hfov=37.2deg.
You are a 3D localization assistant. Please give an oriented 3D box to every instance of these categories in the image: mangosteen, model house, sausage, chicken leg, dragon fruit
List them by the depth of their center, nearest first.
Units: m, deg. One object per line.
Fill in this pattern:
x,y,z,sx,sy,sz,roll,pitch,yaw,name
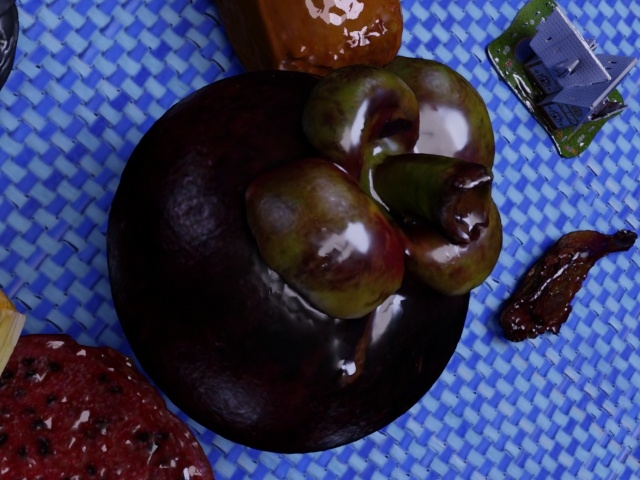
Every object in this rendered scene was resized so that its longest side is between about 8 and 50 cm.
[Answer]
0.000,0.000,0.738,0.307,0.347,0.307,22,51,-30,mangosteen
-0.230,0.187,0.749,0.317,0.152,0.205,-1,68,-9,dragon fruit
-0.027,-0.254,0.848,0.141,0.153,0.268,-28,97,-22,sausage
0.274,-0.181,1.006,0.117,0.088,0.167,-42,102,-19,model house
0.263,0.036,1.009,0.205,0.053,0.093,-40,125,-13,chicken leg

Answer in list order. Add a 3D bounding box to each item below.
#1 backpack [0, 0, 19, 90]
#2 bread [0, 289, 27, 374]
-0.344,-0.131,0.728,0.206,0.133,0.258,40,66,-19,backpack
-0.351,0.047,0.637,0.288,0.152,0.119,11,83,15,bread
